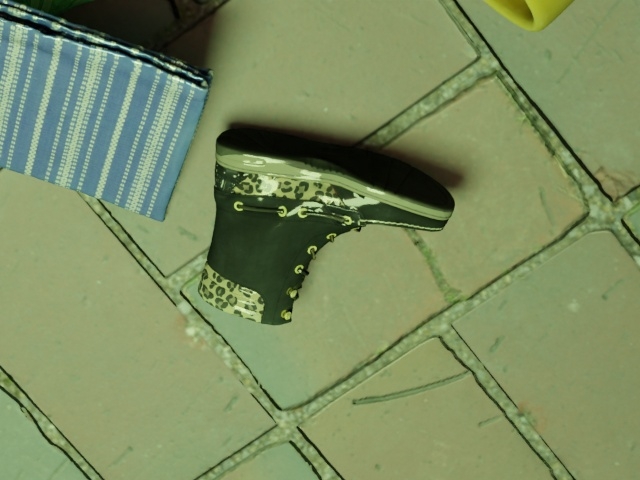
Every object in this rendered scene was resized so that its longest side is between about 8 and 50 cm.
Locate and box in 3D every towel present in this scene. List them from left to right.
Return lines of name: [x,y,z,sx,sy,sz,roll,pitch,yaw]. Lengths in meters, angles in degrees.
towel: [-0.282,-0.130,1.666,0.336,0.040,0.243,18,145,-6]

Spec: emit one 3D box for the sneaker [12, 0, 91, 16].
sneaker: [-0.205,-0.295,1.637,0.295,0.109,0.123,-43,129,15]

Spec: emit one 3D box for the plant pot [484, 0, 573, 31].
plant pot: [0.181,-0.347,1.530,0.239,0.254,0.254,-45,105,1]

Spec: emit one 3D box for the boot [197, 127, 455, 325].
boot: [-0.001,-0.001,1.754,0.236,0.085,0.178,14,115,2]
